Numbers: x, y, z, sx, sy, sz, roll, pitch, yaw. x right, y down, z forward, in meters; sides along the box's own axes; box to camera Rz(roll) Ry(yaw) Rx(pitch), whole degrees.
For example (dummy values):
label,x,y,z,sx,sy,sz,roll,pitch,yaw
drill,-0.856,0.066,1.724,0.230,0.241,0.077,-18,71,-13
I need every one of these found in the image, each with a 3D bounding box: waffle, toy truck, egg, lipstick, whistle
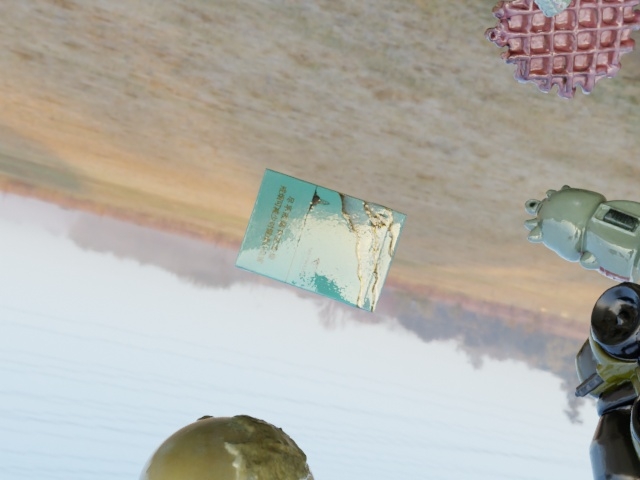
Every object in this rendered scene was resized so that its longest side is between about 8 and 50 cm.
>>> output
label,x,y,z,sx,sy,sz,roll,pitch,yaw
waffle,0.376,-0.322,1.300,0.234,0.221,0.055,36,-160,-28
toy truck,0.313,0.159,0.821,0.147,0.165,0.224,19,-140,-29
egg,-0.082,0.247,0.822,0.164,0.164,0.201,15,167,39
lipstick,0.237,-0.307,0.979,0.116,0.037,0.037,44,170,-20
whistle,0.372,-0.003,1.089,0.253,0.101,0.106,23,-177,31

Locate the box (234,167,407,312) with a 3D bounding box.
label,x,y,z,sx,sy,sz,roll,pitch,yaw
box,0.001,0.000,1.331,0.229,0.161,0.041,18,-175,4
